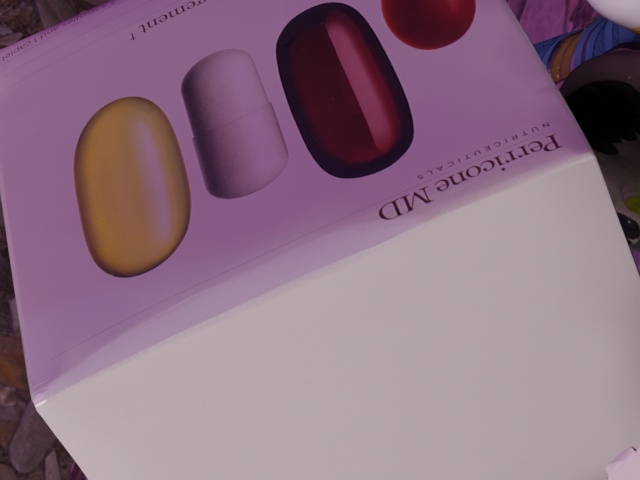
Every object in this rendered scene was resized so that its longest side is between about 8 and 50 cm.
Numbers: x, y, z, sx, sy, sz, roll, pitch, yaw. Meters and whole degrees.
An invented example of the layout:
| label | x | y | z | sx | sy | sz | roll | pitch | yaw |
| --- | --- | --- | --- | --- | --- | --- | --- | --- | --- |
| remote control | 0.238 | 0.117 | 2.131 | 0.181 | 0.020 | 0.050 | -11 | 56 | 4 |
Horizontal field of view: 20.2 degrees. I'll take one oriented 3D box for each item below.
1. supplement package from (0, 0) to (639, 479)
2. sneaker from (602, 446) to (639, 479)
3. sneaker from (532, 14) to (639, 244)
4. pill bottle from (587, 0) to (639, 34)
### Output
| label | x | y | z | sx | sy | sz | roll | pitch | yaw |
| --- | --- | --- | --- | --- | --- | --- | --- | --- | --- |
| supplement package | 0.000 | 0.000 | 0.658 | 0.194 | 0.149 | 0.203 | -25 | 40 | 3 |
| sneaker | 0.140 | 0.085 | 0.449 | 0.235 | 0.090 | 0.095 | -45 | 33 | 30 |
| sneaker | 0.148 | -0.067 | 0.807 | 0.110 | 0.107 | 0.275 | -50 | 13 | -12 |
| pill bottle | 0.149 | -0.105 | 0.588 | 0.103 | 0.184 | 0.103 | -157 | 90 | -78 |
